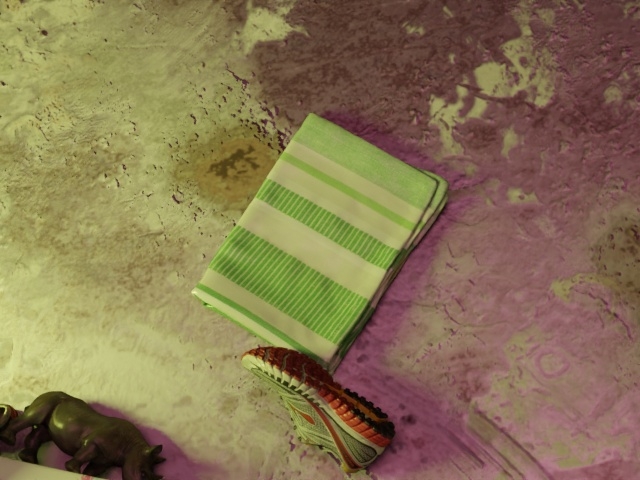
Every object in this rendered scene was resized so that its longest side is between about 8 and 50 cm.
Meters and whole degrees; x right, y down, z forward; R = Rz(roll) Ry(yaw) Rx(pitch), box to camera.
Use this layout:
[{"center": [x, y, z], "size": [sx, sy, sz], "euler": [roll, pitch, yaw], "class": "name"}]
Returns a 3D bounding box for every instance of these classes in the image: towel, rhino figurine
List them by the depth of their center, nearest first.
[{"center": [-0.299, 0.277, 1.708], "size": [0.243, 0.073, 0.106], "euler": [23, 56, 14], "class": "rhino figurine"}, {"center": [0.000, 0.000, 1.791], "size": [0.248, 0.038, 0.325], "euler": [29, 76, 18], "class": "towel"}]

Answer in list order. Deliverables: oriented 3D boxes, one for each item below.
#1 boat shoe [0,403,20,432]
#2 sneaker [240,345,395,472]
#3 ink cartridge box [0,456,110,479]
[{"center": [-0.479, 0.267, 1.758], "size": [0.137, 0.043, 0.049], "euler": [-30, 70, -2], "class": "boat shoe"}, {"center": [-0.017, 0.219, 1.673], "size": [0.225, 0.088, 0.092], "euler": [37, 107, 14], "class": "sneaker"}, {"center": [-0.264, 0.372, 1.596], "size": [0.353, 0.207, 0.119], "euler": [10, 68, 11], "class": "ink cartridge box"}]
